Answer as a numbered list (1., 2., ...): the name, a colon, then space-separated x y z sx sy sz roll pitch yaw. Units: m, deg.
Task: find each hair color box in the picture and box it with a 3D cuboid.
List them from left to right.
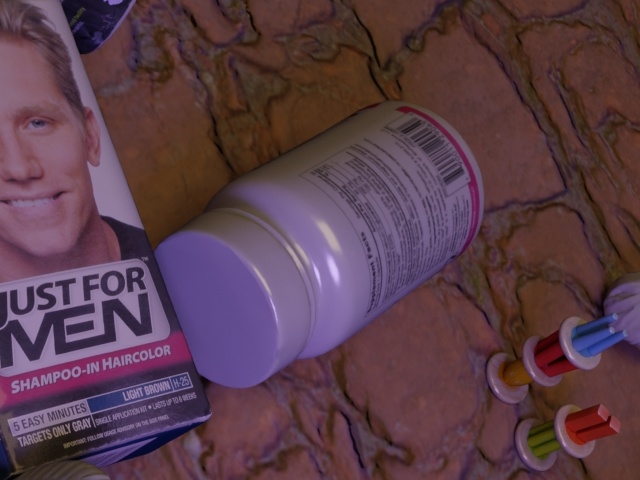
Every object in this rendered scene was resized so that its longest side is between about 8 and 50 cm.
1. hair color box: -0.227 0.000 1.014 0.174 0.105 0.347 -12 75 -43

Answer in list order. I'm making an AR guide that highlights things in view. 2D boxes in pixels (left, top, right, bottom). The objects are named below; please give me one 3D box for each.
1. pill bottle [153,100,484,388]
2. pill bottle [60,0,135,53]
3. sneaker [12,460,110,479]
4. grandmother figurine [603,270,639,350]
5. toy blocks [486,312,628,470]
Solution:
1. pill bottle: 0.000 0.000 1.165 0.283 0.160 0.160 -32 90 -45
2. pill bottle: -0.262 -0.257 1.105 0.246 0.130 0.130 27 53 -27
3. sneaker: -0.237 0.205 0.867 0.237 0.086 0.085 -14 30 -9
4. grandmother figurine: 0.437 0.157 1.498 0.342 0.104 0.208 41 20 -12
5. toy blocks: 0.235 0.137 1.295 0.054 0.148 0.123 -13 76 -43
